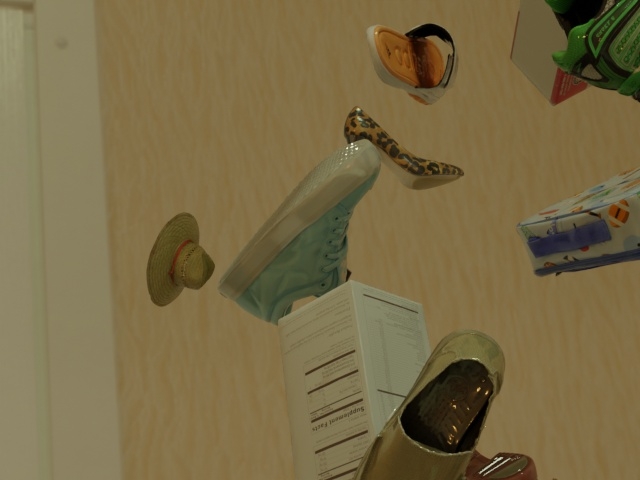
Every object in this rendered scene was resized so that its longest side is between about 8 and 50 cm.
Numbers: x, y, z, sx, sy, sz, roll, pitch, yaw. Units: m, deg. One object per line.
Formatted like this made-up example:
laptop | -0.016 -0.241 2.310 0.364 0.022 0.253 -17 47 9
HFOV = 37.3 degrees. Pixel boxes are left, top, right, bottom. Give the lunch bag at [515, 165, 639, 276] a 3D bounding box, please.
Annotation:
lunch bag | 0.437 -0.029 1.373 0.243 0.115 0.303 -24 1 -26

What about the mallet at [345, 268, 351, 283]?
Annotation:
mallet | -0.021 0.028 1.739 0.062 0.189 0.039 -51 -27 6

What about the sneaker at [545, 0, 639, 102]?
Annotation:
sneaker | 0.342 -0.328 1.105 0.146 0.344 0.134 14 -29 -10

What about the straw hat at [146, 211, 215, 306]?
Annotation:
straw hat | -0.186 0.037 1.360 0.061 0.144 0.144 19 -8 21

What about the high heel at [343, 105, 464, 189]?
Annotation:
high heel | 0.180 -0.205 2.032 0.261 0.186 0.093 -3 -17 -19

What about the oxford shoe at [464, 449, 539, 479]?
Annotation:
oxford shoe | 0.273 0.455 1.700 0.123 0.130 0.348 -26 4 -24

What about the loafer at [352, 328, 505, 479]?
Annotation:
loafer | 0.096 0.208 0.926 0.102 0.269 0.092 24 -2 11

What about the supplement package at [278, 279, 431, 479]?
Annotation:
supplement package | 0.051 0.194 1.127 0.139 0.244 0.134 21 -40 -40

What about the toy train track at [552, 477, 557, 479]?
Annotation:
toy train track | 0.481 0.536 1.963 0.048 0.083 0.014 8 -28 12

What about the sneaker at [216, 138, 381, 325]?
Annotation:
sneaker | 0.000 0.000 1.380 0.150 0.135 0.366 37 -48 -10

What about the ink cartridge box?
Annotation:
ink cartridge box | 0.591 -0.481 1.886 0.384 0.160 0.279 -27 -30 -13

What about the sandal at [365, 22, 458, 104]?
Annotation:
sandal | 0.143 -0.242 1.269 0.076 0.102 0.265 -14 -1 25
